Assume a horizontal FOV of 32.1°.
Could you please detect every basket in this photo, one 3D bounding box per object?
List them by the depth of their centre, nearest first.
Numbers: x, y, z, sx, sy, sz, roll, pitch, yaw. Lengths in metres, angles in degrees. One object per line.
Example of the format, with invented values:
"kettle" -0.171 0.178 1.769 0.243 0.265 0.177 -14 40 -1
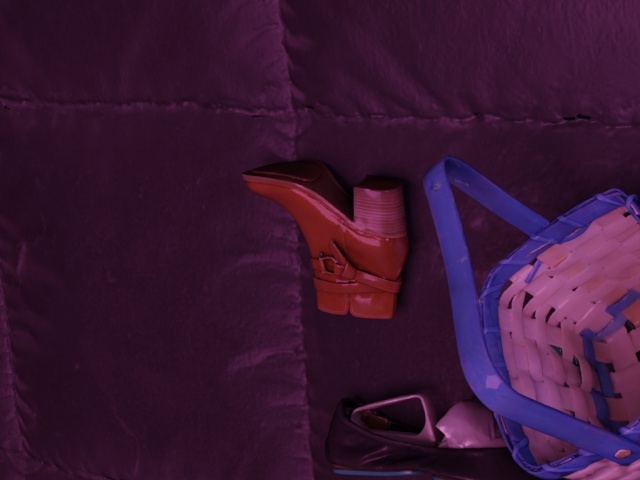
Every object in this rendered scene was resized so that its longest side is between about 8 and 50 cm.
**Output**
"basket" 0.208 0.075 0.916 0.289 0.254 0.201 33 125 -30

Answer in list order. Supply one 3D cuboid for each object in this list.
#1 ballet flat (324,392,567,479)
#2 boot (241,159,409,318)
"ballet flat" 0.123 0.211 1.160 0.280 0.095 0.096 2 91 32
"boot" 0.000 0.000 1.180 0.197 0.073 0.152 15 117 31
